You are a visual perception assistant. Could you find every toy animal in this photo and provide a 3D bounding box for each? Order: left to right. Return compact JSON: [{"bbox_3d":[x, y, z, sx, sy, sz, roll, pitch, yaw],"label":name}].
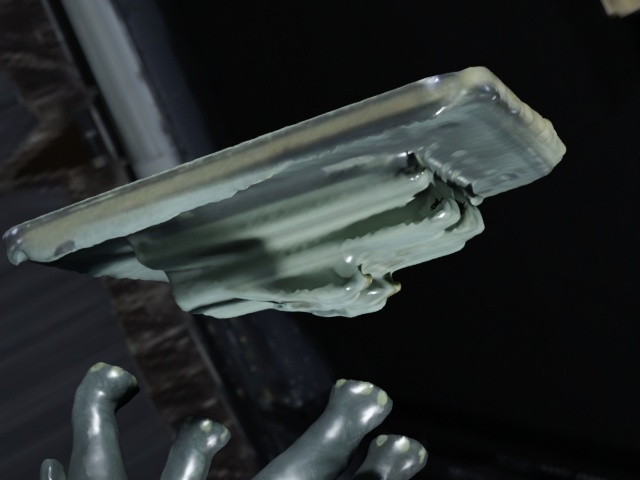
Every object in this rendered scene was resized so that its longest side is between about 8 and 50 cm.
[{"bbox_3d":[-0.001,0.126,0.580,0.269,0.137,0.082,11,-27,25],"label":"toy animal"}]

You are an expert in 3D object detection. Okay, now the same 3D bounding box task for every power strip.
[{"bbox_3d":[0.000,0.000,0.648,0.198,0.213,0.065,13,62,-68],"label":"power strip"}]
